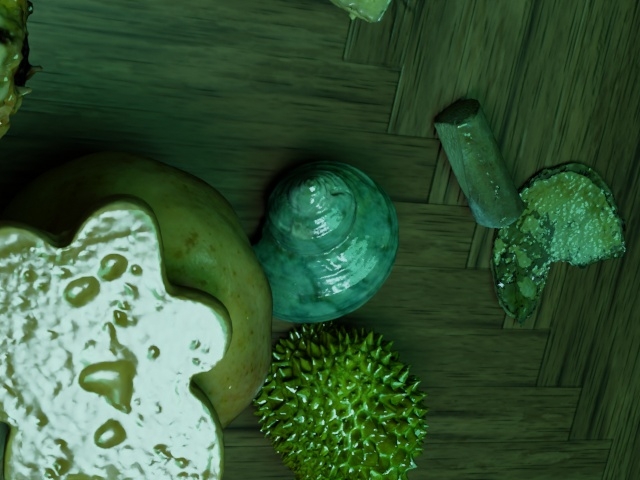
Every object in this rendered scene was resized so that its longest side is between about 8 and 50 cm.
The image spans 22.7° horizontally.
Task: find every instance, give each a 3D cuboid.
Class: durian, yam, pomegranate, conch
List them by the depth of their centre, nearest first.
[{"bbox_3d":[-0.198,0.074,1.696,0.338,0.338,0.338,-11,114,-26],"label":"pomegranate"},{"bbox_3d":[0.000,-0.002,1.875,0.196,0.134,0.202,-31,122,-17],"label":"conch"},{"bbox_3d":[0.033,0.216,1.966,0.200,0.176,0.237,-33,112,-38],"label":"durian"},{"bbox_3d":[0.198,-0.092,1.992,0.068,0.068,0.169,-36,122,-12],"label":"yam"}]

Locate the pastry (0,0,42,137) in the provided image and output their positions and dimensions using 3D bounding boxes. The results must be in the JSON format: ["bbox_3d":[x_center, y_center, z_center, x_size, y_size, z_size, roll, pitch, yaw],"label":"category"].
[{"bbox_3d":[-0.465,-0.134,1.453,0.405,0.337,0.292,-20,85,-46],"label":"pastry"}]

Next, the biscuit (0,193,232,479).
[{"bbox_3d":[-0.210,0.137,1.511,0.275,0.052,0.355,-16,104,-3],"label":"biscuit"}]

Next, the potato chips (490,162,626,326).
[{"bbox_3d":[0.309,0.006,2.122,0.220,0.029,0.202,-49,124,-7],"label":"potato chips"}]

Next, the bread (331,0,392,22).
[{"bbox_3d":[0.034,-0.386,1.740,0.178,0.135,0.240,29,95,-35],"label":"bread"}]

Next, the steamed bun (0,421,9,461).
[{"bbox_3d":[-0.502,0.128,1.571,0.352,0.247,0.339,-10,152,15],"label":"steamed bun"}]
